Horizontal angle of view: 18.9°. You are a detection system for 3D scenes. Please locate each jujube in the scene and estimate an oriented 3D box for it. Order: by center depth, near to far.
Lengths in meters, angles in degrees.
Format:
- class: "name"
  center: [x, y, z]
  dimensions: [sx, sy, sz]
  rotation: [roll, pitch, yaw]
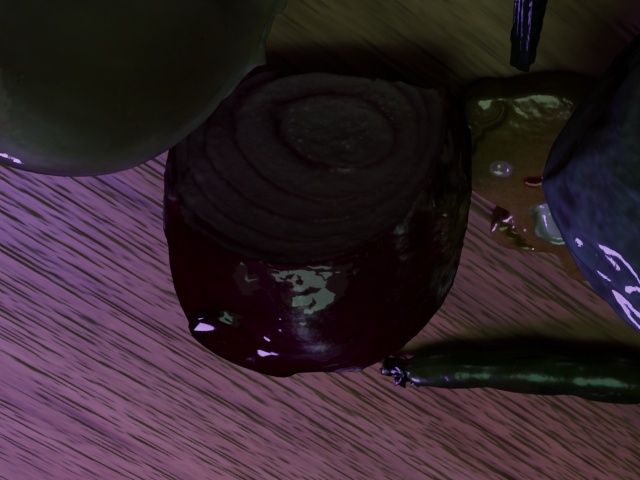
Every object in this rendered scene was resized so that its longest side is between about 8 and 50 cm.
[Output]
- class: "jujube"
  center: [0.300, -0.022, 1.301]
  dimensions: [0.246, 0.308, 0.215]
  rotation: [-38, 156, 1]

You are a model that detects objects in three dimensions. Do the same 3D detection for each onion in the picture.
- class: "onion"
  center: [0.001, 0.004, 1.413]
  dimensions: [0.216, 0.206, 0.207]
  rotation: [7, 150, 20]

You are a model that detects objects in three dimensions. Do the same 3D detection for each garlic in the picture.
- class: "garlic"
  center: [-0.175, -0.177, 1.175]
  dimensions: [0.246, 0.231, 0.340]
  rotation: [2, 160, 20]

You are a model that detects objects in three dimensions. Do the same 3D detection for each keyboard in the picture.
- class: "keyboard"
  center: [0.138, -0.239, 1.187]
  dimensions: [0.018, 0.101, 0.310]
  rotation: [9, 142, 10]

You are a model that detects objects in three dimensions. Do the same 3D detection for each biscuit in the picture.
- class: "biscuit"
  center: [0.198, -0.047, 1.479]
  dimensions: [0.184, 0.035, 0.249]
  rotation: [-21, 134, 30]

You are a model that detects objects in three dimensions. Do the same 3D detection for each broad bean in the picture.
- class: "broad bean"
  center: [0.199, 0.115, 1.679]
  dimensions: [0.297, 0.043, 0.060]
  rotation: [4, 153, 4]
